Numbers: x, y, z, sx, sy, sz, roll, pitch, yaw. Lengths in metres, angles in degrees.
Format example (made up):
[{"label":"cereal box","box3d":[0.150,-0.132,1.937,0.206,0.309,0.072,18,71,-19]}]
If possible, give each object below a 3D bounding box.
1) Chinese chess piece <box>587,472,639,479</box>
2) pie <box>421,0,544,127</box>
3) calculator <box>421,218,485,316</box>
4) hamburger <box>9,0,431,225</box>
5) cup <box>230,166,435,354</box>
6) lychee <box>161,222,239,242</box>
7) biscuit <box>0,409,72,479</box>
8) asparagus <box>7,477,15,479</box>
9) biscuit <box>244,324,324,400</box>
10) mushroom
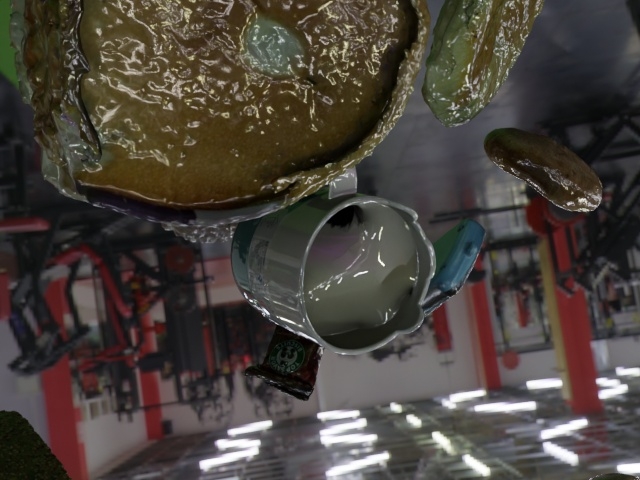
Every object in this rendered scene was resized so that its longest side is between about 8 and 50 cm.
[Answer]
[{"label":"Chinese chess piece","box3d":[0.530,0.539,1.599,0.103,0.249,0.250,-19,169,38]},{"label":"pie","box3d":[0.206,-0.279,1.103,0.071,0.306,0.306,22,-175,19]},{"label":"calculator","box3d":[0.194,0.067,1.611,0.051,0.173,0.293,35,145,-6]},{"label":"hamburger","box3d":[-0.073,-0.171,0.637,0.277,0.317,0.195,1,-168,-21]},{"label":"cup","box3d":[0.000,0.000,1.291,0.219,0.289,0.258,-15,-163,-31]},{"label":"lychee","box3d":[-0.208,-0.184,1.925,0.381,0.432,0.380,-15,145,-11]},{"label":"biscuit","box3d":[-0.443,0.320,1.294,0.131,0.026,0.237,-6,-148,-44]},{"label":"asparagus","box3d":[-0.281,0.352,0.922,0.108,0.381,0.128,10,-145,41]},{"label":"biscuit","box3d":[-0.050,0.208,1.872,0.151,0.235,0.063,7,148,31]},{"label":"mushroom","box3d":[0.350,-0.108,1.399,0.072,0.210,0.094,-56,-177,38]}]
